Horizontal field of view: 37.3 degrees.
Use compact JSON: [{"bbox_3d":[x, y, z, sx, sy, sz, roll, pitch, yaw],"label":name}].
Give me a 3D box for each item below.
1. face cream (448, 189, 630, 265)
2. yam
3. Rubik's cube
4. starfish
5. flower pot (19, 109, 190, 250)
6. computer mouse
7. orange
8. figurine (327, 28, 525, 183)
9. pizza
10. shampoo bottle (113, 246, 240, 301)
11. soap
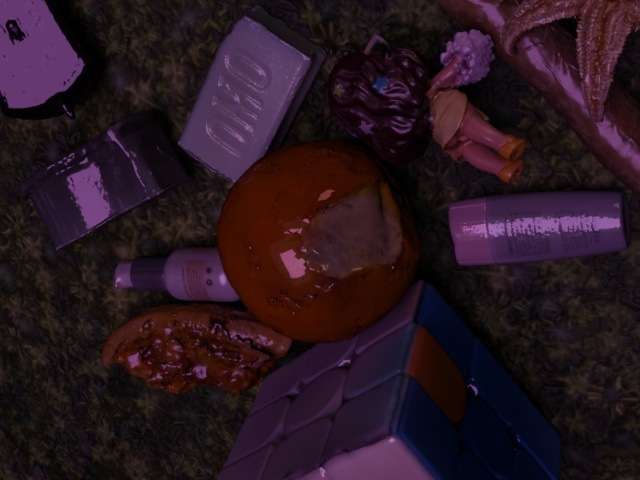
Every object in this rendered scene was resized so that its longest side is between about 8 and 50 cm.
[{"bbox_3d":[0.249,-0.015,1.089,0.198,0.057,0.084,-3,108,26],"label":"face cream"},{"bbox_3d":[0.260,-0.172,1.013,0.356,0.081,0.081,43,120,3],"label":"yam"},{"bbox_3d":[0.083,0.280,1.114,0.291,0.290,0.292,-33,107,29],"label":"Rubik's cube"},{"bbox_3d":[0.294,-0.233,0.935,0.238,0.071,0.216,-10,84,14],"label":"starfish"},{"bbox_3d":[-0.289,-0.078,1.260,0.229,0.103,0.108,-26,98,29],"label":"flower pot"},{"bbox_3d":[-0.391,-0.274,1.235,0.147,0.088,0.264,-26,103,10],"label":"computer mouse"},{"bbox_3d":[0.000,0.000,1.094,0.239,0.240,0.240,8,113,20],"label":"orange"},{"bbox_3d":[0.118,-0.140,1.035,0.240,0.116,0.175,22,145,23],"label":"figurine"},{"bbox_3d":[-0.170,0.155,1.291,0.305,0.086,0.161,-10,127,25],"label":"pizza"},{"bbox_3d":[-0.187,0.045,1.284,0.192,0.074,0.074,0,110,25],"label":"shampoo bottle"},{"bbox_3d":[-0.086,-0.172,1.161,0.114,0.063,0.198,34,119,9],"label":"soap"}]
